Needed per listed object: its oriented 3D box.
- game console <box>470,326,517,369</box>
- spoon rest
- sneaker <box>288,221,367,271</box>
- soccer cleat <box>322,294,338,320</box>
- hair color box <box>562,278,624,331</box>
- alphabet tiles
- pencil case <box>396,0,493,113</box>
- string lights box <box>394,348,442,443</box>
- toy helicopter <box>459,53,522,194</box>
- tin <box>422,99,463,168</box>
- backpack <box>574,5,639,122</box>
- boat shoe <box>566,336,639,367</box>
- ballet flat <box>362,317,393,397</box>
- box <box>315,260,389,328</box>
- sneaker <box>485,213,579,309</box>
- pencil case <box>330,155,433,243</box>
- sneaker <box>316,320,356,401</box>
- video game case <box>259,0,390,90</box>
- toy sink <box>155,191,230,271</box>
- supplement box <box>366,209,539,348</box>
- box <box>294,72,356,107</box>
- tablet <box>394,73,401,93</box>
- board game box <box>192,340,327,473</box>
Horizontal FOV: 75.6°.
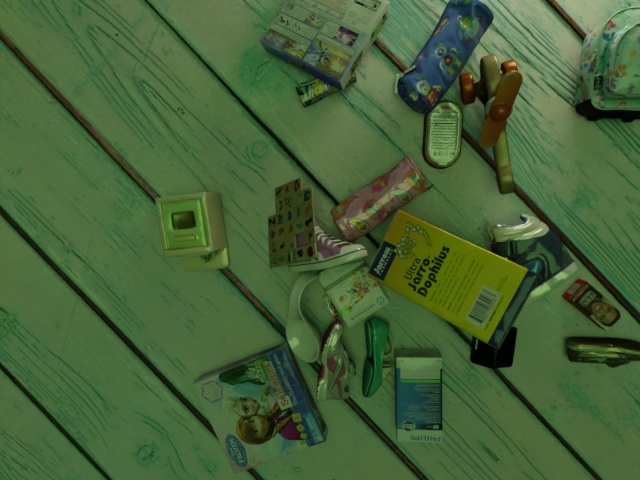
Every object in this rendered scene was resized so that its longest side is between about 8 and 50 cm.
[{"bbox_3d":[0.510,0.309,1.218,0.107,0.071,0.122,9,97,35],"label":"game console"},{"bbox_3d":[-0.052,0.231,1.206,0.137,0.084,0.276,16,111,40],"label":"spoon rest"},{"bbox_3d":[-0.001,0.000,1.142,0.282,0.102,0.161,-9,88,41],"label":"sneaker"},{"bbox_3d":[0.030,0.205,1.249,0.035,0.029,0.083,-18,91,16],"label":"soccer cleat"},{"bbox_3d":[0.767,0.181,1.163,0.141,0.043,0.072,39,97,0],"label":"hair color box"},{"bbox_3d":[-0.086,-0.051,1.175,0.198,0.009,0.237,-15,73,44],"label":"alphabet tiles"},{"bbox_3d":[0.320,-0.492,1.095,0.133,0.119,0.306,31,96,-25],"label":"pencil case"},{"bbox_3d":[0.289,0.458,1.222,0.133,0.077,0.260,-1,96,6],"label":"string lights box"},{"bbox_3d":[0.457,-0.291,1.053,0.140,0.235,0.355,-10,101,16],"label":"toy helicopter"},{"bbox_3d":[0.346,-0.298,1.162,0.106,0.040,0.190,1,96,1],"label":"tin"},{"bbox_3d":[0.782,-0.447,1.034,0.225,0.191,0.254,4,91,6],"label":"backpack"},{"bbox_3d":[0.812,0.318,1.159,0.223,0.080,0.073,3,102,11],"label":"boat shoe"},{"bbox_3d":[0.174,0.352,1.224,0.087,0.083,0.247,1,98,-8],"label":"ballet flat"},{"bbox_3d":[0.093,0.142,1.219,0.145,0.038,0.186,-32,93,-2],"label":"box"},{"bbox_3d":[0.507,0.075,1.153,0.323,0.130,0.236,-39,75,19],"label":"sneaker"},{"bbox_3d":[0.166,-0.112,1.159,0.284,0.124,0.124,-36,91,7],"label":"pencil case"},{"bbox_3d":[0.054,0.362,1.232,0.111,0.103,0.252,6,103,1],"label":"sneaker"},{"bbox_3d":[0.010,-0.575,1.118,0.269,0.061,0.244,33,91,14],"label":"video game case"},{"bbox_3d":[-0.373,-0.018,1.213,0.152,0.131,0.234,-5,96,7],"label":"toy sink"},{"bbox_3d":[0.337,0.089,1.059,0.356,0.194,0.195,29,98,27],"label":"supplement box"},{"bbox_3d":[0.016,-0.442,1.167,0.169,0.059,0.054,-24,91,8],"label":"box"},{"bbox_3d":[0.254,-0.442,1.170,0.083,0.006,0.054,4,96,6],"label":"tablet"},{"bbox_3d":[-0.185,0.519,1.281,0.318,0.066,0.319,-24,93,8],"label":"board game box"}]
